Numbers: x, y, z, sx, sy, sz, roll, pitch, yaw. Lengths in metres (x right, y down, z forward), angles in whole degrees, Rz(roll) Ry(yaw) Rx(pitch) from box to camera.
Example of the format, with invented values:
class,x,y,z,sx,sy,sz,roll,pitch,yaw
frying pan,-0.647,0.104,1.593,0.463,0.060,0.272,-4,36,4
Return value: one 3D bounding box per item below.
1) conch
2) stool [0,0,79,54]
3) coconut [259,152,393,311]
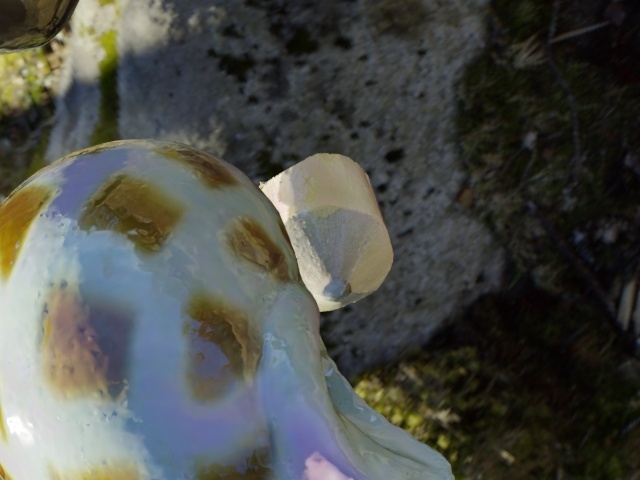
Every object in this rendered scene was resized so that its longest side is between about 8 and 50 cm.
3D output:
class,x,y,z,sx,sy,sz,roll,pitch,yaw
conch,-0.089,0.068,0.715,0.368,0.197,0.249,49,166,55
stool,-0.268,-0.097,0.770,0.179,0.179,0.264,30,95,15
coconut,0.000,0.000,1.319,0.147,0.153,0.147,-5,133,-6
